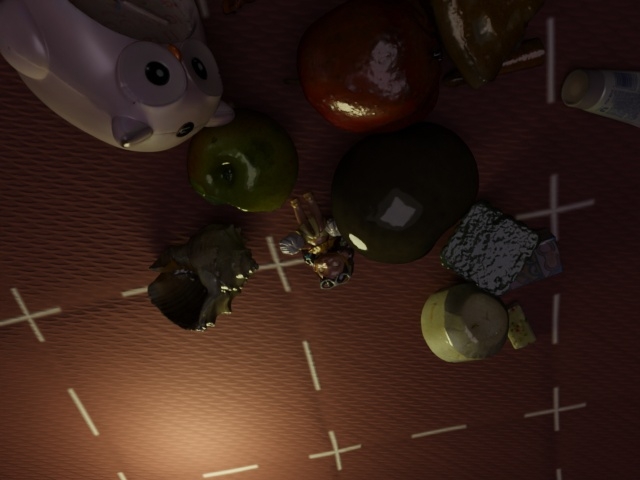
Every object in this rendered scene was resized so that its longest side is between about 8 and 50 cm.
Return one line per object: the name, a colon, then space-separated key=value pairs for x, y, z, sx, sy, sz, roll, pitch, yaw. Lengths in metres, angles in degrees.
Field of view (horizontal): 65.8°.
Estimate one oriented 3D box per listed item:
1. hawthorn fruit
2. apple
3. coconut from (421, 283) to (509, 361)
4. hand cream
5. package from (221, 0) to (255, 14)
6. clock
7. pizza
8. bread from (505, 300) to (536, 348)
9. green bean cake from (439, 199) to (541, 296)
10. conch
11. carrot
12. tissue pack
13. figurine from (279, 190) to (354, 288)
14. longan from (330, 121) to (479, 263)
hawthorn fruit: x=0.072 y=-0.338 z=0.969 sx=0.330 sy=0.287 sz=0.287 roll=-4 pitch=118 yaw=25
apple: x=-0.170 y=-0.155 z=1.065 sx=0.246 sy=0.226 sz=0.246 roll=0 pitch=115 yaw=1
coconut: x=0.364 y=0.212 z=1.276 sx=0.202 sy=0.222 sz=0.202 roll=4 pitch=74 yaw=-14
hand cream: x=0.665 y=-0.326 z=1.094 sx=0.247 sy=0.083 sz=0.133 roll=5 pitch=117 yaw=-16
package: x=-0.159 y=-0.508 z=0.998 sx=0.110 sy=0.033 sz=0.077 roll=-11 pitch=126 yaw=9
clock: x=-0.362 y=-0.327 z=0.897 sx=0.377 sy=0.368 sz=0.250 roll=53 pitch=131 yaw=5
pizza: x=0.317 y=-0.504 z=0.937 sx=0.277 sy=0.114 sz=0.409 roll=-15 pitch=105 yaw=-23
bread: x=0.550 y=0.240 z=1.389 sx=0.068 sy=0.028 sz=0.154 roll=-29 pitch=115 yaw=10
green bean cake: x=0.403 y=0.019 z=1.197 sx=0.183 sy=0.094 sz=0.185 roll=32 pitch=95 yaw=8
conch: x=-0.277 y=0.097 z=1.199 sx=0.324 sy=0.263 sz=0.186 roll=-12 pitch=148 yaw=43
carrot: x=0.367 y=-0.374 z=1.067 sx=0.209 sy=0.061 sz=0.061 roll=-15 pitch=116 yaw=10
tissue pack: x=0.530 y=0.051 z=1.274 sx=0.155 sy=0.065 sz=0.116 roll=-21 pitch=115 yaw=7
figurine: x=0.001 y=0.001 z=1.208 sx=0.174 sy=0.116 sz=0.240 roll=-24 pitch=108 yaw=11
longan: x=0.182 y=-0.104 z=1.073 sx=0.350 sy=0.288 sz=0.289 roll=-30 pitch=117 yaw=-20
